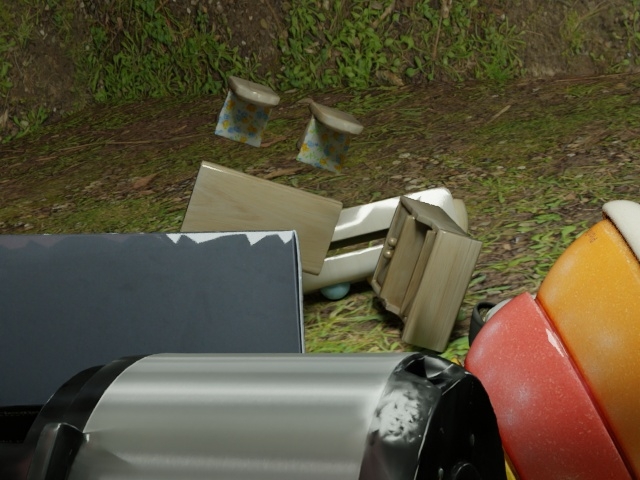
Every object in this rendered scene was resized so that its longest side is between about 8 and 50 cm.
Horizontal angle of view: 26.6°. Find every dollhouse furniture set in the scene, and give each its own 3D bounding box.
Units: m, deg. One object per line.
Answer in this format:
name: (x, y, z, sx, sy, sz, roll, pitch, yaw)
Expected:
dollhouse furniture set: (0.000, 0.000, 1.981, 0.394, 0.362, 0.256, 16, 11, -13)

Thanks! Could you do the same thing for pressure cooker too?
pressure cooker: (-0.072, 0.275, 1.135, 0.420, 0.370, 0.375, -1, 17, 20)

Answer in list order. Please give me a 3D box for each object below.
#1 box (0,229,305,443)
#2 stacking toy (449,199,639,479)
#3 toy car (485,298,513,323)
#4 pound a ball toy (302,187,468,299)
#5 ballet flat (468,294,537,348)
box: (-0.202, 0.120, 1.451, 0.343, 0.179, 0.312, -1, -17, -9)
stacking toy: (0.206, 0.205, 1.410, 0.479, 0.351, 0.350, -28, 16, 8)
toy car: (0.270, 0.167, 1.654, 0.136, 0.159, 0.182, -53, 30, -10)
pound a ball toy: (0.112, 0.014, 2.254, 0.319, 0.136, 0.208, -13, -7, -4)
ballet flat: (0.317, 0.122, 1.794, 0.280, 0.096, 0.095, 1, 21, 32)
